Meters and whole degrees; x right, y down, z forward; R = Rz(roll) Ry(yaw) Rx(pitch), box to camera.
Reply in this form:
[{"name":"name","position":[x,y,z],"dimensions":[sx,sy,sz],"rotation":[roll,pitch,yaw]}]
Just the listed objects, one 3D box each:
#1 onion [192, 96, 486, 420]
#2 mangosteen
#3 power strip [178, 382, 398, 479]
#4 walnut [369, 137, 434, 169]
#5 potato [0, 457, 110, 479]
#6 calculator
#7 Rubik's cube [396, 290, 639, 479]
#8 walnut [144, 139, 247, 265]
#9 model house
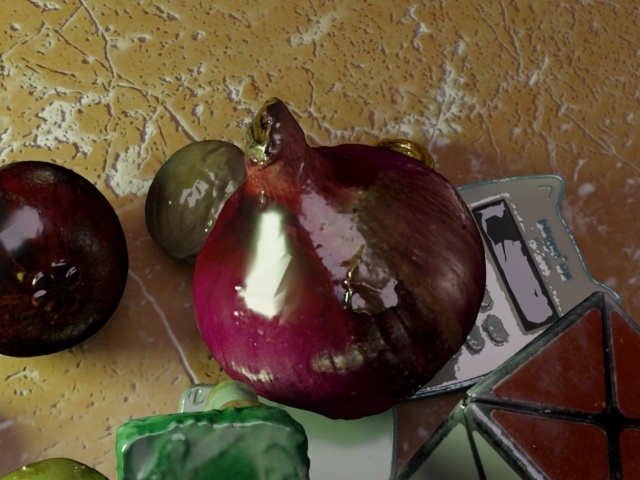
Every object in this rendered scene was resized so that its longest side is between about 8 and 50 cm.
[{"name":"onion","position":[0.000,0.000,1.777],"dimensions":[0.347,0.385,0.348],"rotation":[-17,36,13]},{"name":"mangosteen","position":[-0.358,0.010,1.875],"dimensions":[0.235,0.236,0.261],"rotation":[-27,32,-17]},{"name":"power strip","position":[-0.042,0.270,1.854],"dimensions":[0.264,0.059,0.194],"rotation":[3,71,-1]},{"name":"walnut","position":[0.102,-0.084,2.029],"dimensions":[0.091,0.052,0.121],"rotation":[-11,37,-7]},{"name":"potato","position":[-0.340,0.359,1.711],"dimensions":[0.307,0.210,0.173],"rotation":[-37,76,-12]},{"name":"calculator","position":[0.165,0.063,1.980],"dimensions":[0.386,0.054,0.256],"rotation":[-18,69,-12]},{"name":"Rubik's cube","position":[0.281,0.256,1.774],"dimensions":[0.259,0.260,0.255],"rotation":[-34,75,-29]},{"name":"walnut","position":[-0.145,-0.048,1.951],"dimensions":[0.140,0.140,0.162],"rotation":[17,58,2]},{"name":"model house","position":[-0.120,0.283,1.685],"dimensions":[0.194,0.325,0.267],"rotation":[-8,97,-10]}]
